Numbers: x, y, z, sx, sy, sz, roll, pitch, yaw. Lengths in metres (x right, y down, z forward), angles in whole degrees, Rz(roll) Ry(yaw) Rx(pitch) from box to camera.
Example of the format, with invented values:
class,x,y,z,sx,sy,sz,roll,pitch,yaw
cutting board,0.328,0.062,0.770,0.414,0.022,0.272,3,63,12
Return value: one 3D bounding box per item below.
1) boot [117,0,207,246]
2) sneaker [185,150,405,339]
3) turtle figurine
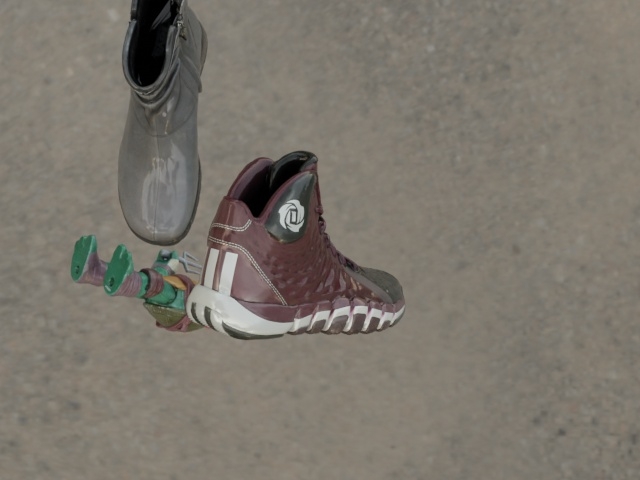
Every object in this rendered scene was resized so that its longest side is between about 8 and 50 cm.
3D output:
class,x,y,z,sx,sy,sz,roll,pitch,yaw
boot,-0.215,-0.170,1.429,0.118,0.223,0.338,1,83,-1
sneaker,0.000,0.000,1.037,0.281,0.106,0.163,-2,103,-55
turtle figurine,-0.162,0.049,1.297,0.234,0.175,0.118,14,73,-44
